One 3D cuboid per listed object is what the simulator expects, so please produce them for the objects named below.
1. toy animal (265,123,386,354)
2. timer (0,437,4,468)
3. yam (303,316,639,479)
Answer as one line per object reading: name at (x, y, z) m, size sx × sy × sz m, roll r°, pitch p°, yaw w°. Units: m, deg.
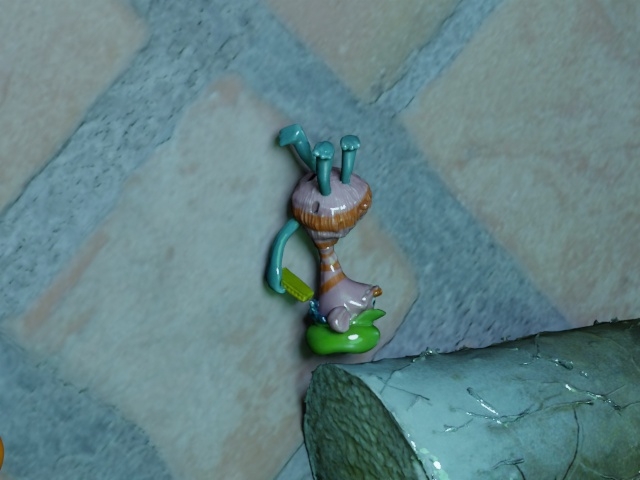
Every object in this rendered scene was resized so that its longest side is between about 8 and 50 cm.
toy animal at (0.000, 0.000, 1.660) m, size 0.103 × 0.100 × 0.208 m, roll -7°, pitch 115°, yaw -3°
timer at (-0.317, 0.190, 1.530) m, size 0.136 × 0.099 × 0.136 m, roll -4°, pitch 105°, yaw -14°
yam at (0.175, 0.195, 1.725) m, size 0.348 × 0.241 × 0.241 m, roll -10°, pitch 106°, yaw -27°
